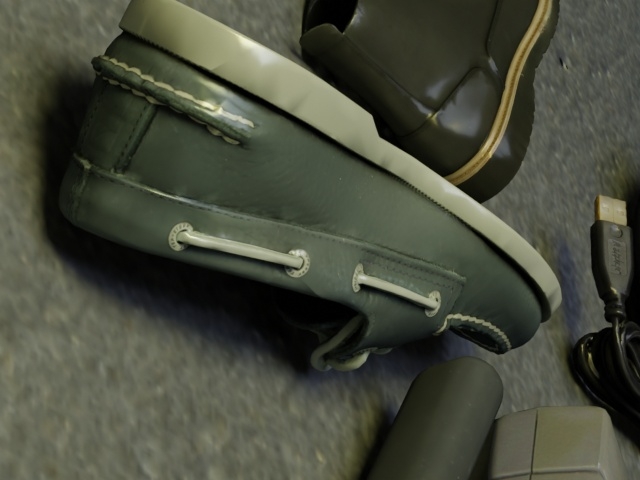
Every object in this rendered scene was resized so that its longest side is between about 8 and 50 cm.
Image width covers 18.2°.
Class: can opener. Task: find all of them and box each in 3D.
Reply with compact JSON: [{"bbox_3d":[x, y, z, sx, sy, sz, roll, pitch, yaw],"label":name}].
[{"bbox_3d":[0.048,0.148,0.785,0.076,0.095,0.283,53,38,-20],"label":"can opener"}]

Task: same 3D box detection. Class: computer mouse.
[{"bbox_3d":[0.197,0.014,1.192,0.184,0.060,0.262,45,46,-40],"label":"computer mouse"}]

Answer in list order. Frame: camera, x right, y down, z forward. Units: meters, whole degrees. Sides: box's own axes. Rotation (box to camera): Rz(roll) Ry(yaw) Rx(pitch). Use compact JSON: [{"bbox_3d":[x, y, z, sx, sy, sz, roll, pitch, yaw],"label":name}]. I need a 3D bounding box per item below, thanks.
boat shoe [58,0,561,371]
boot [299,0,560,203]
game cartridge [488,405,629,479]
[{"bbox_3d":[0.000,0.000,0.859,0.099,0.116,0.319,-61,144,-4],"label":"boat shoe"},{"bbox_3d":[0.056,-0.131,1.050,0.137,0.077,0.198,40,36,-30],"label":"boot"},{"bbox_3d":[0.119,0.262,0.773,0.230,0.068,0.355,-82,156,-52],"label":"game cartridge"}]
